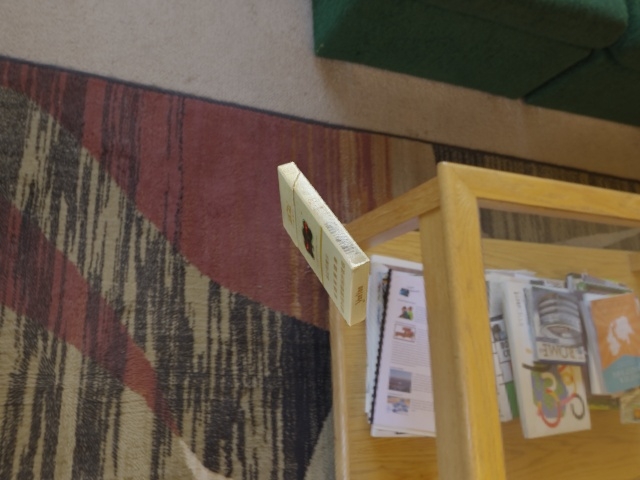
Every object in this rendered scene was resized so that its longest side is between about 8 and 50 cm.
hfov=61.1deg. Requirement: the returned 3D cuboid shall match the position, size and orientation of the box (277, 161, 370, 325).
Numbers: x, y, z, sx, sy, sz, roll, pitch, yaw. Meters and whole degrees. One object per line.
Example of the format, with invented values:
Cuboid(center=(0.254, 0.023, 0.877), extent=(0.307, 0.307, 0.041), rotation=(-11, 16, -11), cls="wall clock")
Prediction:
Cuboid(center=(0.000, 0.000, 0.567), extent=(0.024, 0.090, 0.167), rotation=(-21, 48, -18), cls="box")
